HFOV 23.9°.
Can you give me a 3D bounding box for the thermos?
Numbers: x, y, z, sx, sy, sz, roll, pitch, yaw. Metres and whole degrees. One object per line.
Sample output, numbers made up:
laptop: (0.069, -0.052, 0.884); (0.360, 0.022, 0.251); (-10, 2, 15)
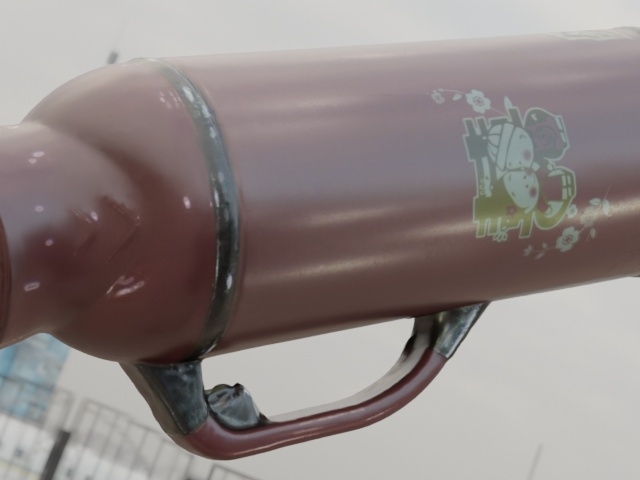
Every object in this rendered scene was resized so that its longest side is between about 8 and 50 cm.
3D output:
thermos: (-0.004, -0.006, 0.573); (0.330, 0.136, 0.109); (-8, 35, -32)
